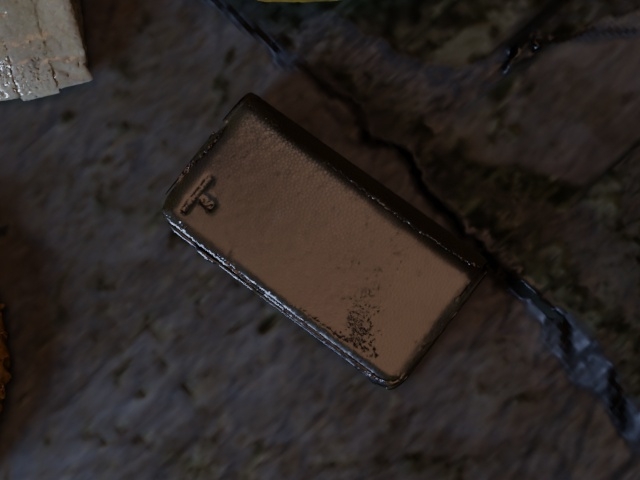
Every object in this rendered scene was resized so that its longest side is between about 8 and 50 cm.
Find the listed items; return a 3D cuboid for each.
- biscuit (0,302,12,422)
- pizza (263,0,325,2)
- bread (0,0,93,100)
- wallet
[{"bbox_3d":[-0.327,0.083,0.826,0.254,0.035,0.254,0,80,2],"label":"biscuit"},{"bbox_3d":[0.021,-0.270,0.850,0.290,0.081,0.228,-25,81,-6],"label":"pizza"},{"bbox_3d":[-0.206,-0.182,0.876,0.077,0.105,0.152,-10,111,0],"label":"bread"},{"bbox_3d":[0.000,0.000,0.828,0.198,0.031,0.110,37,84,9],"label":"wallet"}]
